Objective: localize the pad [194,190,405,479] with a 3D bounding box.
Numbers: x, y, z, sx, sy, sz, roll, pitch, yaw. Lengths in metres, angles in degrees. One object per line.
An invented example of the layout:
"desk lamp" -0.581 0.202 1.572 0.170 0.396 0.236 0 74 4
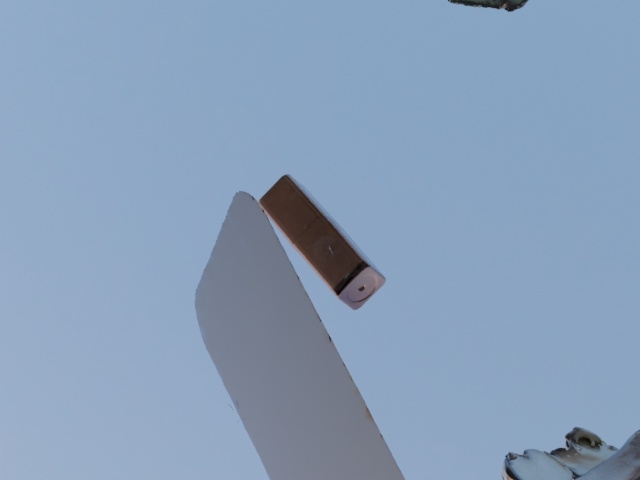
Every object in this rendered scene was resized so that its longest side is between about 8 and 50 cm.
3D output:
"pad" 0.012 0.168 1.064 0.063 0.315 0.375 -18 -110 -25

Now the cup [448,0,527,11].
"cup" 0.131 -0.279 1.067 0.134 0.148 0.236 7 -139 3

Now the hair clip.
"hair clip" 0.231 0.192 1.104 0.116 0.172 0.049 29 -59 36

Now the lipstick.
"lipstick" 0.000 0.000 1.268 0.045 0.045 0.145 -46 -127 6
